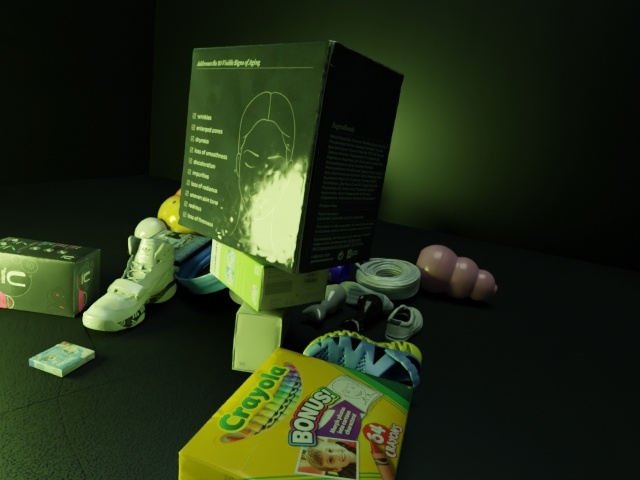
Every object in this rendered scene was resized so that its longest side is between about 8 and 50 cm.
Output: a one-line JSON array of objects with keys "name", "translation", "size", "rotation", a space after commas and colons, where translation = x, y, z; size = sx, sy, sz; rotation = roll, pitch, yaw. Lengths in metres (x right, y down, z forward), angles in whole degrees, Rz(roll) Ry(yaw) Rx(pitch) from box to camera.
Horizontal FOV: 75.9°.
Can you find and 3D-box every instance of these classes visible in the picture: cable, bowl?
[{"name": "cable", "translation": [0.270, 0.154, 1.649], "size": [0.257, 0.089, 0.257], "rotation": [-2, 21, 1]}, {"name": "bowl", "translation": [-0.313, 0.048, 1.435], "size": [0.391, 0.077, 0.391], "rotation": [-23, 23, 10]}]

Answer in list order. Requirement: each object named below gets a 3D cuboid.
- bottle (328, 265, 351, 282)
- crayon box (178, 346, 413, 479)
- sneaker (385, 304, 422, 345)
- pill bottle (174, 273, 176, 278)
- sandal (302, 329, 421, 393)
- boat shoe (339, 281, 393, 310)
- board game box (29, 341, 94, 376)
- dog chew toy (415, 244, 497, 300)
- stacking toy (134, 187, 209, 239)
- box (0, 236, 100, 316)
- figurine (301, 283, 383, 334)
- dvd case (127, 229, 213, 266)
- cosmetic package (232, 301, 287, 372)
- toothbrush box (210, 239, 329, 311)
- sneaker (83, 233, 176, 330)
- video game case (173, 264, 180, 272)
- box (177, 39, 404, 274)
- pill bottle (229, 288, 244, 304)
[{"name": "bottle", "translation": [-0.015, 0.099, 1.746], "size": [0.283, 0.092, 0.118], "rotation": [16, 22, 28]}, {"name": "crayon box", "translation": [-0.015, 0.353, 0.745], "size": [0.313, 0.106, 0.363], "rotation": [13, 15, 16]}, {"name": "sneaker", "translation": [0.279, 0.253, 1.323], "size": [0.094, 0.091, 0.258], "rotation": [14, 16, 21]}, {"name": "pill bottle", "translation": [-0.567, 0.096, 1.494], "size": [0.120, 0.067, 0.067], "rotation": [21, 19, 40]}, {"name": "sandal", "translation": [0.112, 0.304, 0.990], "size": [0.318, 0.126, 0.138], "rotation": [5, 19, -9]}, {"name": "boat shoe", "translation": [0.159, 0.213, 1.480], "size": [0.226, 0.083, 0.076], "rotation": [19, -12, 46]}, {"name": "board game box", "translation": [-0.582, 0.266, 0.927], "size": [0.090, 0.020, 0.090], "rotation": [13, 15, 13]}, {"name": "dog chew toy", "translation": [0.560, 0.148, 1.704], "size": [0.332, 0.206, 0.206], "rotation": [20, 17, 14]}, {"name": "stacking toy", "translation": [-0.562, -0.101, 1.756], "size": [0.351, 0.350, 0.480], "rotation": [17, 33, 30]}, {"name": "box", "translation": [-0.792, 0.099, 1.158], "size": [0.271, 0.165, 0.143], "rotation": [7, 14, -2]}, {"name": "figurine", "translation": [0.069, 0.229, 1.328], "size": [0.215, 0.092, 0.209], "rotation": [14, 19, 23]}, {"name": "dvd case", "translation": [-0.541, 0.023, 1.484], "size": [0.253, 0.022, 0.180], "rotation": [9, 32, 25]}, {"name": "cosmetic package", "translation": [-0.144, 0.209, 1.122], "size": [0.113, 0.160, 0.309], "rotation": [8, 15, 0]}, {"name": "toothbrush box", "translation": [-0.142, 0.070, 1.105], "size": [0.206, 0.122, 0.283], "rotation": [-3, 17, -37]}, {"name": "sneaker", "translation": [-0.539, 0.106, 1.187], "size": [0.138, 0.210, 0.366], "rotation": [10, 15, 8]}, {"name": "video game case", "translation": [-0.576, 0.068, 1.451], "size": [0.173, 0.022, 0.190], "rotation": [-9, 29, -6]}, {"name": "box", "translation": [-0.100, -0.218, 1.053], "size": [0.480, 0.471, 0.297], "rotation": [19, 17, 38]}, {"name": "pill bottle", "translation": [-0.237, 0.133, 1.408], "size": [0.108, 0.107, 0.180], "rotation": [11, 32, 10]}]
